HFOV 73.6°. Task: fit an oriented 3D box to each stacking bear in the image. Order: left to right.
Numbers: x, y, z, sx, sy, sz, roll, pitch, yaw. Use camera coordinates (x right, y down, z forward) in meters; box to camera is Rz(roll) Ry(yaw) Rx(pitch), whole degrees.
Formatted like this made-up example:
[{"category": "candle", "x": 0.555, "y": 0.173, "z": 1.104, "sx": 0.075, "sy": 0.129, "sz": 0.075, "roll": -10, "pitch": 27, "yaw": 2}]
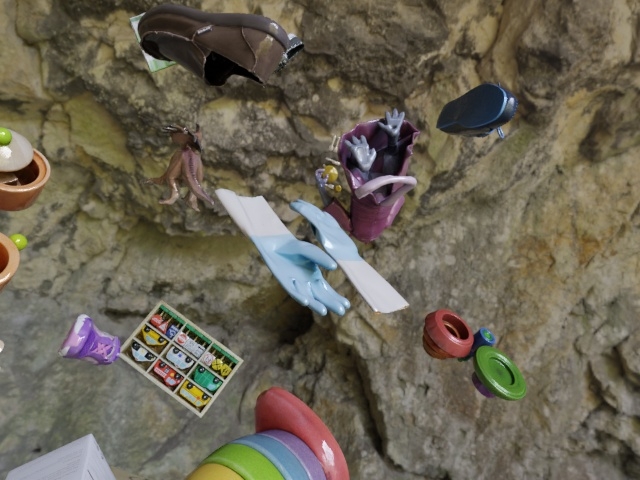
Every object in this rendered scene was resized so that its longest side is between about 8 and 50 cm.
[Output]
[{"category": "stacking bear", "x": -0.108, "y": 0.308, "z": 0.459, "sx": 0.164, "sy": 0.175, "sz": 0.289, "roll": 19, "pitch": 14, "yaw": 32}]

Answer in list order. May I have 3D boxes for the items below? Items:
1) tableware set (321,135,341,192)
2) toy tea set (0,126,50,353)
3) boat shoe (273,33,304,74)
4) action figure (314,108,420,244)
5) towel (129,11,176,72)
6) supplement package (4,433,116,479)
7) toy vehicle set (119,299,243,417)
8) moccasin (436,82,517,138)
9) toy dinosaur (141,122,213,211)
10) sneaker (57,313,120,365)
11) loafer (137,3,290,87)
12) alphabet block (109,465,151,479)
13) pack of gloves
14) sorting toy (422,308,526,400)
[{"category": "tableware set", "x": 0.059, "y": -0.210, "z": 1.202, "sx": 0.104, "sy": 0.154, "sz": 0.024, "roll": 18, "pitch": -4, "yaw": -11}, {"category": "toy tea set", "x": -0.385, "y": -0.003, "z": 0.405, "sx": 0.200, "sy": 0.335, "sz": 0.124, "roll": 17, "pitch": -40, "yaw": -29}, {"category": "boat shoe", "x": -0.088, "y": -0.409, "z": 0.960, "sx": 0.040, "sy": 0.142, "sz": 0.049, "roll": 33, "pitch": -18, "yaw": 8}, {"category": "action figure", "x": 0.134, "y": -0.097, "z": 0.990, "sx": 0.248, "sy": 0.275, "sz": 0.370, "roll": -10, "pitch": -40, "yaw": -12}, {"category": "towel", "x": -0.461, "y": -0.565, "z": 1.206, "sx": 0.113, "sy": 0.151, "sz": 0.023, "roll": -16, "pitch": 14, "yaw": 11}, {"category": "supplement package", "x": -0.299, "y": 0.330, "z": 0.480, "sx": 0.105, "sy": 0.105, "sz": 0.179, "roll": -21, "pitch": 15, "yaw": -17}, {"category": "toy vehicle set", "x": -0.351, "y": 0.295, "z": 1.082, "sx": 0.267, "sy": 0.166, "sz": 0.035, "roll": 34, "pitch": -16, "yaw": 5}, {"category": "moccasin", "x": 0.442, "y": -0.348, "z": 1.170, "sx": 0.117, "sy": 0.137, "sz": 0.342, "roll": 19, "pitch": 11, "yaw": -12}, {"category": "toy dinosaur", "x": -0.338, "y": -0.193, "z": 1.074, "sx": 0.127, "sy": 0.200, "sz": 0.296, "roll": 17, "pitch": 13, "yaw": -38}, {"category": "sneaker", "x": -0.499, "y": 0.233, "z": 0.949, "sx": 0.105, "sy": 0.095, "sz": 0.236, "roll": 27, "pitch": -24, "yaw": -8}, {"category": "loafer", "x": -0.248, "y": -0.401, "z": 0.904, "sx": 0.366, "sy": 0.130, "sz": 0.134, "roll": 13, "pitch": -4, "yaw": 24}, {"category": "alphabet block", "x": -0.298, "y": 0.507, "z": 0.688, "sx": 0.197, "sy": 0.193, "sz": 0.192, "roll": 31, "pitch": -31, "yaw": -16}, {"category": "pack of gloves", "x": 0.000, "y": 0.000, "z": 0.558, "sx": 0.195, "sy": 0.232, "sz": 0.046, "roll": 0, "pitch": -49, "yaw": -47}, {"category": "sorting toy", "x": 0.133, "y": 0.108, "z": 0.390, "sx": 0.061, "sy": 0.102, "sz": 0.042, "roll": -21, "pitch": -30, "yaw": -50}]
